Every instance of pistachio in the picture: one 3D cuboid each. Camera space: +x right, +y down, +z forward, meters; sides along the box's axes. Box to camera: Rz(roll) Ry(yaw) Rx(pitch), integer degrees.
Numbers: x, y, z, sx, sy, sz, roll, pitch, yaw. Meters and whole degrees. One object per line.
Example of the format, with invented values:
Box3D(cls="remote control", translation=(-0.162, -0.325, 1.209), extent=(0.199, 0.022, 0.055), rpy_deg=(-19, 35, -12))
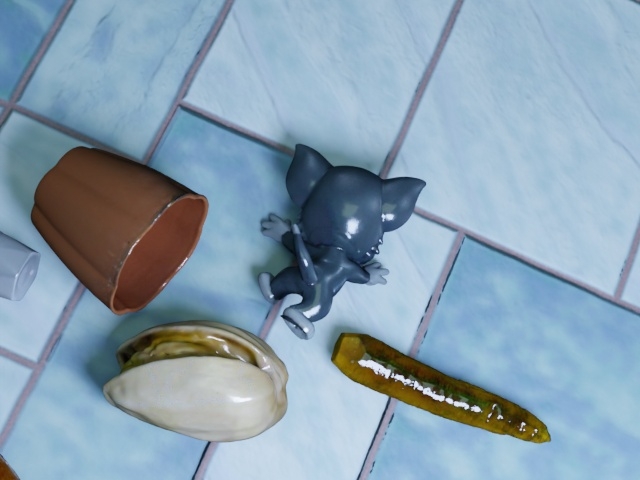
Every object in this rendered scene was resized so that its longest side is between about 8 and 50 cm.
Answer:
Box3D(cls="pistachio", translation=(-0.153, 0.178, 1.432), extent=(0.230, 0.157, 0.157), rpy_deg=(8, 72, -1))

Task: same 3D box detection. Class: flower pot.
Box3D(cls="flower pot", translation=(-0.268, -0.024, 1.460), extent=(0.173, 0.190, 0.190), rpy_deg=(33, 70, 14))

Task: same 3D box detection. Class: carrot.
Box3D(cls="carrot", translation=(0.164, 0.203, 1.515), extent=(0.314, 0.066, 0.066), rpy_deg=(23, 71, -5))

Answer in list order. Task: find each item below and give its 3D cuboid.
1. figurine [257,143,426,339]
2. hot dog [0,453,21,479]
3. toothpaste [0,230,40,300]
Box3D(cls="figurine", translation=(-0.002, 0.000, 1.510), extent=(0.193, 0.140, 0.265), rpy_deg=(22, 46, 17))
Box3D(cls="hot dog", translation=(-0.453, 0.321, 1.309), extent=(0.405, 0.185, 0.223), rpy_deg=(39, 73, 4))
Box3D(cls="toothpaste", translation=(-0.545, -0.023, 1.471), extent=(0.371, 0.080, 0.125), rpy_deg=(23, 74, 6))
